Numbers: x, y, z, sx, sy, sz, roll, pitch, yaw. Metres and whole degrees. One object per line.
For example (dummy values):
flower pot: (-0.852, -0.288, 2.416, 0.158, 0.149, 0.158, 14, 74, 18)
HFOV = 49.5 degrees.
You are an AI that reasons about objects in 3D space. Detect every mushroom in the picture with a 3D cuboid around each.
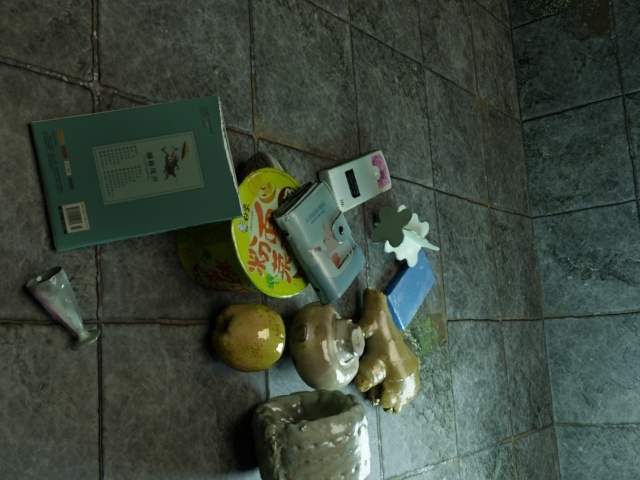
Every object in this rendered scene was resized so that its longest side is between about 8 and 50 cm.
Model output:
mushroom: (0.014, 0.279, 1.835, 0.255, 0.184, 0.255, -7, 90, -68)

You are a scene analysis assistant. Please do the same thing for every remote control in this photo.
remote control: (0.117, -0.191, 2.204, 0.344, 0.050, 0.145, -27, 103, -53)

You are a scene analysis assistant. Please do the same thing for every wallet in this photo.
wallet: (0.000, 0.000, 1.623, 0.176, 0.075, 0.250, -48, 119, -40)

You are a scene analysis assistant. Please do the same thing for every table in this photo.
table: (0.286, -0.013, 2.296, 0.198, 0.166, 0.167, 30, 59, -46)

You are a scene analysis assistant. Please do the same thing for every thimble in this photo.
thimble: (-0.026, 0.484, 1.655, 0.291, 0.291, 0.195, -15, 98, -53)

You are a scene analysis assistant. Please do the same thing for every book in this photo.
book: (-0.360, -0.140, 1.397, 0.379, 0.031, 0.264, -11, 91, -15)

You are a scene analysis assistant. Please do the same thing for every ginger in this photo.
ginger: (0.171, 0.348, 2.128, 0.236, 0.166, 0.375, -31, 87, -15)

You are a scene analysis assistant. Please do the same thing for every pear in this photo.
pear: (-0.174, 0.227, 1.647, 0.178, 0.178, 0.178, 16, 69, -50)

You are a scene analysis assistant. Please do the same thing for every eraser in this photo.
eraser: (0.303, 0.161, 2.372, 0.312, 0.042, 0.144, -48, 120, -47)

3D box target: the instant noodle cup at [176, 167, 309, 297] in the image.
instant noodle cup: (-0.175, -0.003, 1.634, 0.311, 0.221, 0.311, 15, 71, -50)

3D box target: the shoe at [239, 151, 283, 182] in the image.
shoe: (-0.096, -0.071, 1.846, 0.210, 0.132, 0.342, -25, 99, -64)

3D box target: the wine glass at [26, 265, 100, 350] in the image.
wine glass: (-0.485, 0.131, 1.318, 0.073, 0.073, 0.155, -47, 119, -47)
